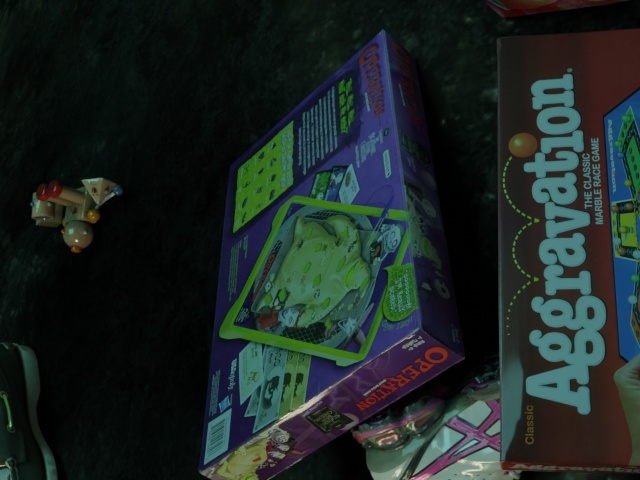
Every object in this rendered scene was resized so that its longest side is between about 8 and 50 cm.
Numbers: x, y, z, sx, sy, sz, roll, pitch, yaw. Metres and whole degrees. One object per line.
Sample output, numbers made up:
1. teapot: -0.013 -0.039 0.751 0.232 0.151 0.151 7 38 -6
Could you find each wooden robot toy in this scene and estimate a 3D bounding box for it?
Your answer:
1. wooden robot toy: -0.301 -0.024 1.111 0.173 0.076 0.079 -12 73 44

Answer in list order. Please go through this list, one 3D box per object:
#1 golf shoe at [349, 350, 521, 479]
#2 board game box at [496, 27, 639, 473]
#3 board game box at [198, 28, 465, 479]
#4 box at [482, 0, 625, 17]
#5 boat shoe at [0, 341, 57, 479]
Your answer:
1. golf shoe: 0.115 0.119 0.604 0.186 0.067 0.086 -25 94 25
2. board game box: 0.179 -0.004 0.559 0.145 0.027 0.281 -2 66 13
3. board game box: 0.000 0.000 0.726 0.208 0.056 0.347 -41 31 31
4. box: 0.178 -0.313 0.693 0.122 0.128 0.257 6 76 48
5. boat shoe: -0.358 0.228 1.021 0.109 0.091 0.305 -47 43 20
